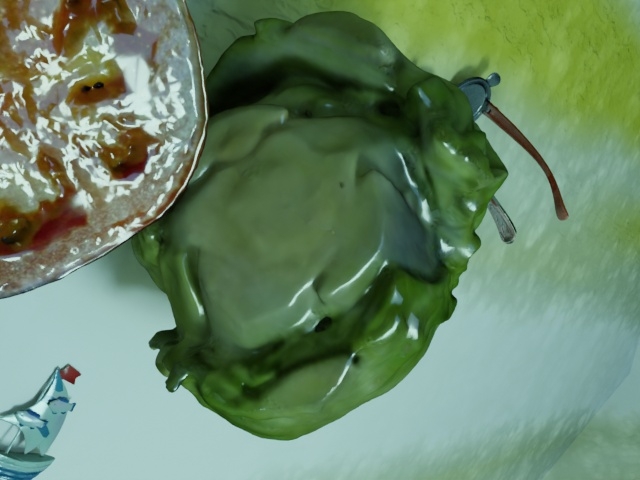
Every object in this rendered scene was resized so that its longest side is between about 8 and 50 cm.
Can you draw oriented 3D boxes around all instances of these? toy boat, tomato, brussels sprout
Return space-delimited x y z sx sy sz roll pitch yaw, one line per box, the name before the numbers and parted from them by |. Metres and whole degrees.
toy boat | -0.331 0.221 0.822 0.149 0.034 0.105 -51 142 -31
tomato | -0.257 -0.119 0.534 0.338 0.144 0.339 -16 128 -21
brussels sprout | -0.004 -0.004 0.797 0.425 0.342 0.361 -56 171 3

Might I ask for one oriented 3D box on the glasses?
glasses | 0.265 -0.140 1.064 0.234 0.268 0.118 -15 144 -46
